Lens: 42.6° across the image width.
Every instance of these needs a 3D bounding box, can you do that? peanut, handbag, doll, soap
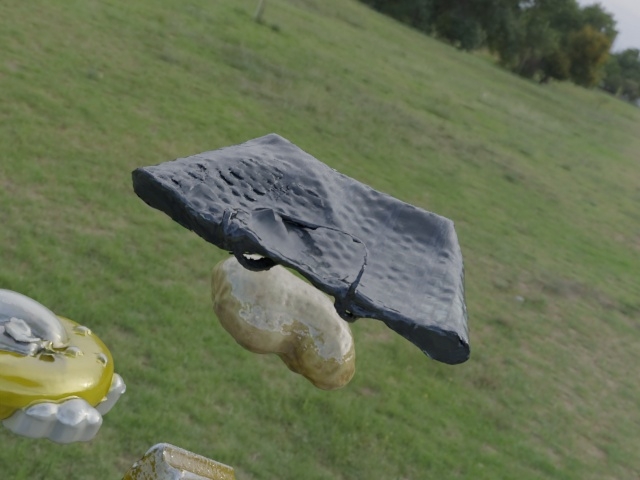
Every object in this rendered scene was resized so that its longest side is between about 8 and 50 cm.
[{"bbox_3d":[-0.053,0.118,1.187,0.253,0.122,0.137,31,53,-6],"label":"peanut"},{"bbox_3d":[0.000,0.000,0.636,0.270,0.088,0.175,27,18,7],"label":"handbag"},{"bbox_3d":[-0.332,0.122,0.894,0.252,0.111,0.237,27,16,-14],"label":"doll"},{"bbox_3d":[-0.203,0.398,1.209,0.080,0.160,0.257,42,-1,35],"label":"soap"}]
